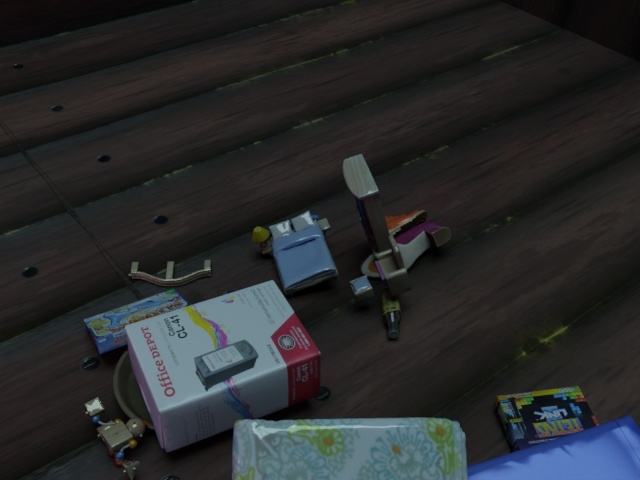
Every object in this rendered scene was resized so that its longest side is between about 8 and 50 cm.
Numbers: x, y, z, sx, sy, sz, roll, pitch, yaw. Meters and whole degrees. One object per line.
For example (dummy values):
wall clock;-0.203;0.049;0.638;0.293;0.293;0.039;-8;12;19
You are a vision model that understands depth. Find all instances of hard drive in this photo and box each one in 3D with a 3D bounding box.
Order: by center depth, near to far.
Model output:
hard drive;0.420;0.434;1.183;0.319;0.040;0.210;-16;48;-4

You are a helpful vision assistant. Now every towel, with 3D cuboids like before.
towel;0.053;0.433;1.077;0.375;0.090;0.320;2;72;-9

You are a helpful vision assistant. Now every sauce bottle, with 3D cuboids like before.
sauce bottle;0.156;0.157;1.553;0.042;0.042;0.128;1;39;-3

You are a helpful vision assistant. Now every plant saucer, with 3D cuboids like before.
plant saucer;-0.263;0.270;1.401;0.278;0.041;0.277;1;40;-1

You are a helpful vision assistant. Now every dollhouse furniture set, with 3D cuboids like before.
dollhouse furniture set;0.000;0.000;1.567;0.304;0.198;0.286;-20;44;1

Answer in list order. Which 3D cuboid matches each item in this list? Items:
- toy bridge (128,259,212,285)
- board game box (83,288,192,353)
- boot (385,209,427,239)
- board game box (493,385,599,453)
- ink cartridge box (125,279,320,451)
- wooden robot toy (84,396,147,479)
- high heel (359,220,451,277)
toy bridge;-0.345;0.076;1.633;0.188;0.026;0.063;-2;42;-5
board game box;-0.377;0.165;1.481;0.201;0.035;0.136;-19;20;-24
boot;0.196;-0.045;1.783;0.158;0.059;0.085;-28;44;-30
board game box;0.431;0.350;1.339;0.170;0.048;0.141;-5;40;-9
ink cartridge box;-0.181;0.224;1.331;0.306;0.131;0.226;-16;44;-23
wooden robot toy;-0.350;0.346;1.278;0.079;0.076;0.173;-27;50;-29
high heel;0.189;0.019;1.715;0.244;0.082;0.117;-30;13;-13
